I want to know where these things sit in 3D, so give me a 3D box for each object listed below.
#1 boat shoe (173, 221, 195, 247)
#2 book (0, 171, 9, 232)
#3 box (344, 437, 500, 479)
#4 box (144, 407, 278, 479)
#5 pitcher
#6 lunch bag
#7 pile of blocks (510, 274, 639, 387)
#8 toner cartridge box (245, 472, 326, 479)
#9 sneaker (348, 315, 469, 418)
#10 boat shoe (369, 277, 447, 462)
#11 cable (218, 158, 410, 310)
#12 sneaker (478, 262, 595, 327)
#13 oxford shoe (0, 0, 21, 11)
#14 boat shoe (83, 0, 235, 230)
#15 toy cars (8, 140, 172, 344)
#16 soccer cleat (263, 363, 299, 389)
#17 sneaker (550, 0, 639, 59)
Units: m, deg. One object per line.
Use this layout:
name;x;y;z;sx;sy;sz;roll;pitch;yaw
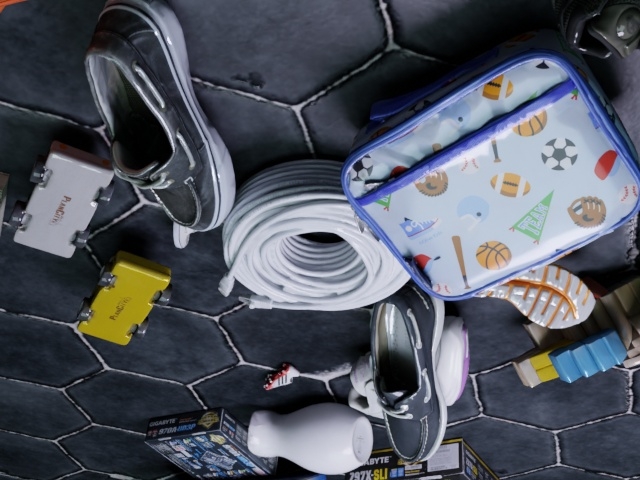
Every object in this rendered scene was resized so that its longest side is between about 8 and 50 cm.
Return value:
boat shoe;-0.179;-0.024;1.237;0.035;0.035;0.100;10;136;0
book;-0.484;-0.052;1.248;0.096;0.035;0.144;19;143;-11
box;0.232;0.519;1.861;0.257;0.079;0.322;-17;137;25
box;-0.213;0.411;1.802;0.175;0.051;0.220;-14;139;24
pitcher;-0.002;0.362;1.667;0.207;0.125;0.178;-4;164;30
lunch bag;0.177;-0.077;0.998;0.303;0.115;0.243;-29;112;27
pile of blocks;0.394;0.101;1.234;0.362;0.149;0.112;-30;89;35
toner cartridge box;-0.174;0.538;1.891;0.348;0.075;0.165;-9;171;19
sneaker;0.135;0.213;1.436;0.152;0.114;0.305;13;142;-10
boat shoe;0.117;0.200;1.328;0.114;0.091;0.302;9;112;38
cable;0.000;0.000;1.198;0.257;0.089;0.257;9;143;-5
sneaker;0.263;0.048;1.213;0.215;0.083;0.084;21;106;-3
oxford shoe;-0.386;-0.270;0.901;0.364;0.130;0.132;-12;107;33
boat shoe;-0.193;-0.115;1.029;0.121;0.119;0.335;11;142;24
toy cars;-0.306;0.001;1.250;0.176;0.087;0.393;-7;138;9
soccer cleat;-0.068;0.240;1.574;0.035;0.029;0.083;28;134;-20
sneaker;0.294;-0.245;0.799;0.087;0.130;0.227;21;138;-22
